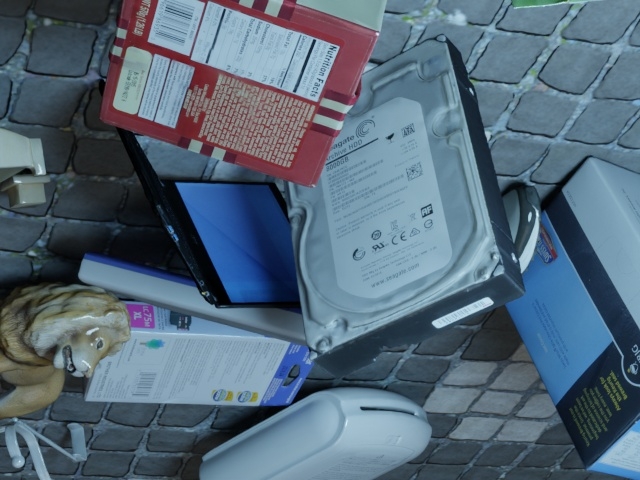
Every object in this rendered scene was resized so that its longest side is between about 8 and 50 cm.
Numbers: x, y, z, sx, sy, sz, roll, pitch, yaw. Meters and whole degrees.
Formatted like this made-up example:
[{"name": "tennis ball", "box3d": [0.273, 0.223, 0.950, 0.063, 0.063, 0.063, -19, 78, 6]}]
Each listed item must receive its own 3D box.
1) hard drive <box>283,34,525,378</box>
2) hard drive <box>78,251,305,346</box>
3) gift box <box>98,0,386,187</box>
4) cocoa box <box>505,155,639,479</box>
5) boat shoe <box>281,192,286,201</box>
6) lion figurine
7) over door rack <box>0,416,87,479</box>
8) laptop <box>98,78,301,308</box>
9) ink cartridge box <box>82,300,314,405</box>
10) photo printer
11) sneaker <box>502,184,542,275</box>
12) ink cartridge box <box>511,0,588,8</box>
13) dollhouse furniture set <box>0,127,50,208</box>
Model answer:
[{"name": "hard drive", "box3d": [0.076, -0.043, 1.571, 0.237, 0.339, 0.064, -25, 139, 22]}, {"name": "hard drive", "box3d": [-0.109, 0.082, 1.769, 0.319, 0.040, 0.210, 13, 174, 26]}, {"name": "gift box", "box3d": [-0.071, -0.248, 1.337, 0.276, 0.258, 0.255, 22, 140, -8]}, {"name": "cocoa box", "box3d": [0.413, 0.109, 1.823, 0.231, 0.347, 0.228, 16, 126, -33]}, {"name": "boat shoe", "box3d": [0.000, 0.000, 1.805, 0.320, 0.116, 0.099, -13, 141, -4]}, {"name": "lion figurine", "box3d": [-0.395, 0.157, 1.928, 0.240, 0.142, 0.392, -5, 163, -18]}, {"name": "over door rack", "box3d": [-0.482, 0.328, 2.047, 0.240, 0.108, 0.324, -12, 170, 5]}, {"name": "laptop", "box3d": [-0.113, -0.051, 1.613, 0.137, 0.234, 0.264, -27, 136, -3]}, {"name": "ink cartridge box", "box3d": [-0.168, 0.163, 2.033, 0.311, 0.065, 0.185, 6, 142, -17]}, {"name": "photo printer", "box3d": [0.003, 0.322, 2.223, 0.307, 0.107, 0.256, -32, 152, 29]}, {"name": "sneaker", "box3d": [0.191, 0.019, 1.891, 0.108, 0.100, 0.271, 20, 135, -27]}, {"name": "ink cartridge box", "box3d": [0.290, -0.302, 1.461, 0.209, 0.109, 0.062, -7, 144, -3]}, {"name": "dollhouse furniture set", "box3d": [-0.407, -0.138, 1.506, 0.356, 0.173, 0.303, -5, 172, -37]}]
